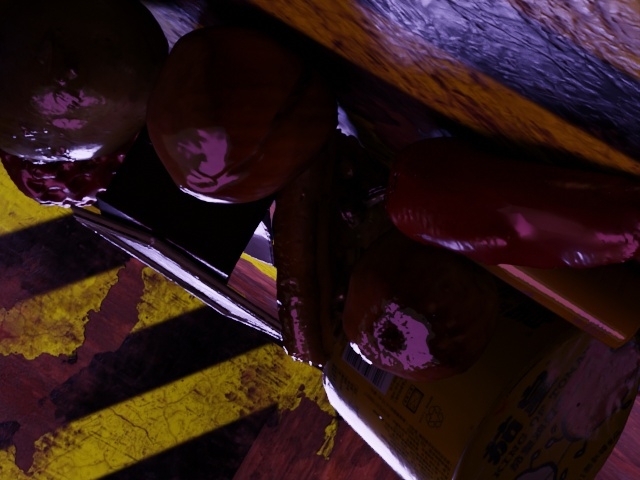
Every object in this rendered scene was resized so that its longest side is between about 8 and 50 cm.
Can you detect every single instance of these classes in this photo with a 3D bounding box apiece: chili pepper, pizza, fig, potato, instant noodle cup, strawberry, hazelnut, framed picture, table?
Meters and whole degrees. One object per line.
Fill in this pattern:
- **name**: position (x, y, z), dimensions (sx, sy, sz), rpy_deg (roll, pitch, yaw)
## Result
- **chili pepper**: position (0.163, -0.032, 1.500), dimensions (0.387, 0.110, 0.110), rpy_deg (13, 161, 48)
- **pizza**: position (0.018, 0.012, 1.788), dimensions (0.074, 0.251, 0.288), rpy_deg (7, 171, 22)
- **fig**: position (0.116, 0.035, 1.744), dimensions (0.159, 0.257, 0.159), rpy_deg (9, 124, 14)
- **potato**: position (-0.275, -0.184, 1.782), dimensions (0.173, 0.210, 0.307), rpy_deg (4, -178, -37)
- **instant noodle cup**: position (0.174, 0.165, 1.949), dimensions (0.254, 0.325, 0.325), rpy_deg (35, 175, 35)
- **strawberry**: position (-0.327, -0.133, 2.128), dimensions (0.234, 0.178, 0.234), rpy_deg (35, 147, 27)
- **hazelnut**: position (-0.075, -0.114, 1.604), dimensions (0.182, 0.182, 0.182), rpy_deg (30, 171, 5)
- **framed picture**: position (-0.146, 0.047, 1.956), dimensions (0.273, 0.016, 0.216), rpy_deg (36, 170, -32)
- **table**: position (-0.128, -0.076, 1.896), dimensions (0.169, 0.193, 0.172), rpy_deg (31, 171, -1)

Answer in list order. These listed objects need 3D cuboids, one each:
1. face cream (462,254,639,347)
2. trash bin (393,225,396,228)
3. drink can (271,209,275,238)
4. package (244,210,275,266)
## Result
- **face cream**: position (0.194, 0.004, 1.651), dimensions (0.273, 0.078, 0.078), rpy_deg (32, 171, -6)
- **trash bin**: position (0.023, -0.028, 1.995), dimensions (0.130, 0.059, 0.116), rpy_deg (31, 138, 8)
- **drink can**: position (0.000, 0.000, 2.153), dimensions (0.118, 0.118, 0.205), rpy_deg (29, 170, 8)
- **package**: position (-0.149, -0.093, 2.177), dimensions (0.204, 0.062, 0.251), rpy_deg (25, 144, 37)
